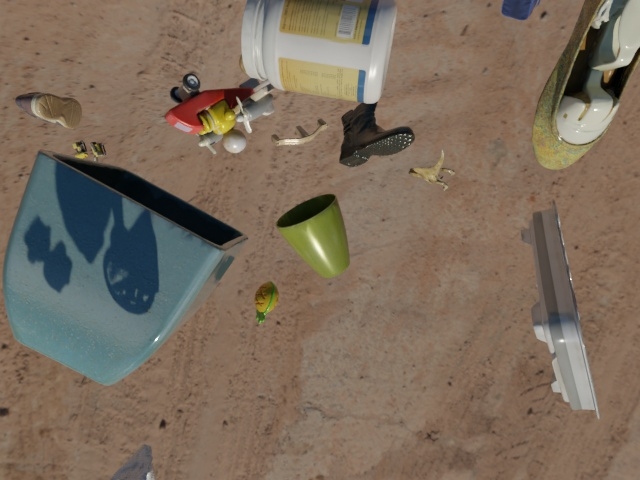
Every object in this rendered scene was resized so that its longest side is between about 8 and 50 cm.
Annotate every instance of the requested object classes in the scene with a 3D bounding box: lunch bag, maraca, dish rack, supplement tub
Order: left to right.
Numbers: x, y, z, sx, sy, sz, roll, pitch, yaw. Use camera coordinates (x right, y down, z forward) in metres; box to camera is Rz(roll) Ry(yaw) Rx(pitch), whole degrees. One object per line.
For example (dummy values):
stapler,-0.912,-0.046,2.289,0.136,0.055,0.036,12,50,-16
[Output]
maraca,-0.238,0.264,1.886,0.099,0.127,0.185,17,98,-24
supplement tub,0.000,-0.285,0.637,0.200,0.144,0.144,12,106,7
lunch bag,0.440,-0.539,0.946,0.065,0.067,0.098,-51,157,-18
dish rack,0.435,0.119,0.808,0.072,0.332,0.285,-12,126,27

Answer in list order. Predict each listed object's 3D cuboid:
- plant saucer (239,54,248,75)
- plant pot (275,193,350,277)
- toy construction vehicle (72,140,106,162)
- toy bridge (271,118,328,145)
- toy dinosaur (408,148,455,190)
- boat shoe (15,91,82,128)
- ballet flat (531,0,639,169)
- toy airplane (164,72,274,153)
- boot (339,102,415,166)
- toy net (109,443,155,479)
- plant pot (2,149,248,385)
plant saucer,-0.223,-0.571,1.424,0.084,0.015,0.083,0,130,0
plant pot,0.000,0.000,1.825,0.275,0.275,0.293,-28,110,-4
toy construction vehicle,-0.613,-0.221,1.164,0.086,0.035,0.098,-10,99,19
toy bridge,-0.054,-0.326,1.347,0.188,0.063,0.026,-25,143,-23
toy dinosaur,0.274,-0.163,1.068,0.093,0.183,0.053,20,83,-12
boat shoe,-0.880,-0.434,1.440,0.092,0.285,0.102,16,98,-6
ballet flat,0.421,-0.254,0.666,0.123,0.123,0.348,-2,124,-13
toy airplane,-0.321,-0.456,1.602,0.385,0.386,0.272,-15,95,6
boot,0.134,-0.299,1.145,0.083,0.247,0.161,12,75,-39
toy net,-0.222,0.313,0.411,0.045,0.122,0.232,47,50,-28
plant pot,-0.287,0.050,0.639,0.247,0.248,0.252,30,93,-4
